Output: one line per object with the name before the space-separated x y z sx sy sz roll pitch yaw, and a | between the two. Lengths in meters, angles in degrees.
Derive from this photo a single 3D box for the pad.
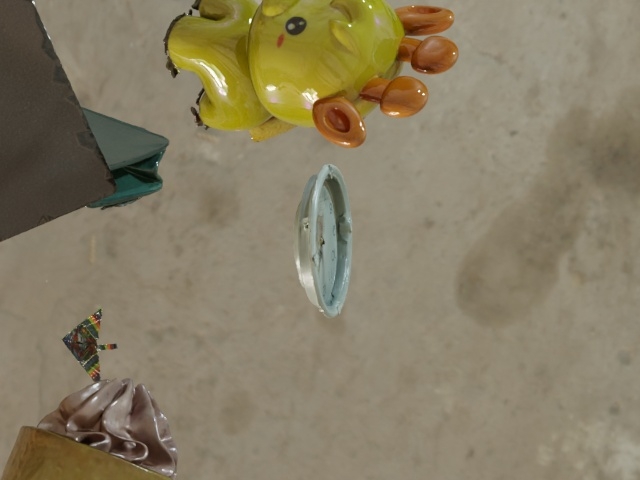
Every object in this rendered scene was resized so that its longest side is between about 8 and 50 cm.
pad | -0.272 -0.109 0.748 0.143 0.003 0.211 -25 97 -18

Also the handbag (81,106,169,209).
handbag | -0.423 -0.144 1.445 0.326 0.238 0.089 22 114 20

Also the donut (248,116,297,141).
donut | -0.059 -0.282 1.556 0.152 0.101 0.259 -8 54 5

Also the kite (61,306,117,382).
kite | -0.325 0.149 1.294 0.090 0.004 0.122 5 105 18

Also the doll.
doll | -0.008 -0.126 0.669 0.143 0.221 0.135 -54 139 -30

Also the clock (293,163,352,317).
clock | 0.000 0.000 1.409 0.053 0.236 0.236 1 87 15

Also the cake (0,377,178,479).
cake | -0.215 0.233 0.944 0.185 0.208 0.178 35 75 -35
